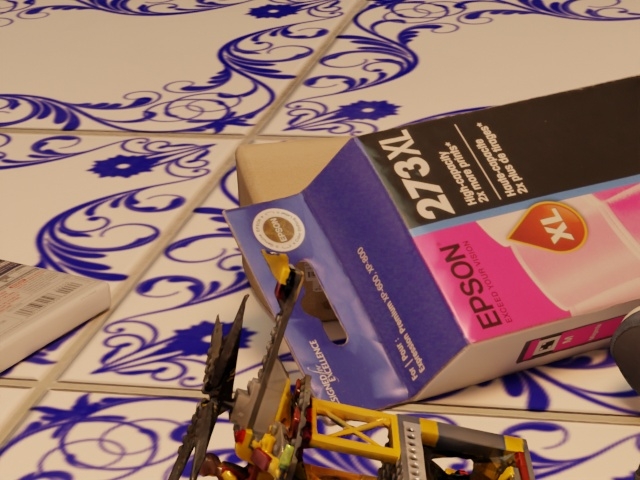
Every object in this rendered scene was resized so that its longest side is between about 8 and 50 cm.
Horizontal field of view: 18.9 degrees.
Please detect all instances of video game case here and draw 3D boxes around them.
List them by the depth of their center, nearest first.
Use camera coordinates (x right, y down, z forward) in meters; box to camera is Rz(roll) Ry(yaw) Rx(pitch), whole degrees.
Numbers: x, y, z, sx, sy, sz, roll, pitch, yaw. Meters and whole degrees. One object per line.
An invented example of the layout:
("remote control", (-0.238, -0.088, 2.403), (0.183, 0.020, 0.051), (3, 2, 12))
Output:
("video game case", (-0.278, 0.059, 1.343), (0.183, 0.023, 0.201), (11, 27, 31))

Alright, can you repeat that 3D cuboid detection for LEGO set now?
("LEGO set", (-0.028, 0.182, 0.694), (0.192, 0.255, 0.331), (12, 29, -5))

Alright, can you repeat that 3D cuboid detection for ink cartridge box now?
("ink cartridge box", (0.138, -0.007, 1.285), (0.371, 0.069, 0.176), (-15, 59, -22))

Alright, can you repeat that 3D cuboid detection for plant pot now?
("plant pot", (0.000, 0.000, 1.352), (0.109, 0.109, 0.096), (-5, 35, -4))

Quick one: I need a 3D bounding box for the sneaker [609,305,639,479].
("sneaker", (0.207, 0.101, 1.079), (0.163, 0.086, 0.226), (-15, 26, -33))
